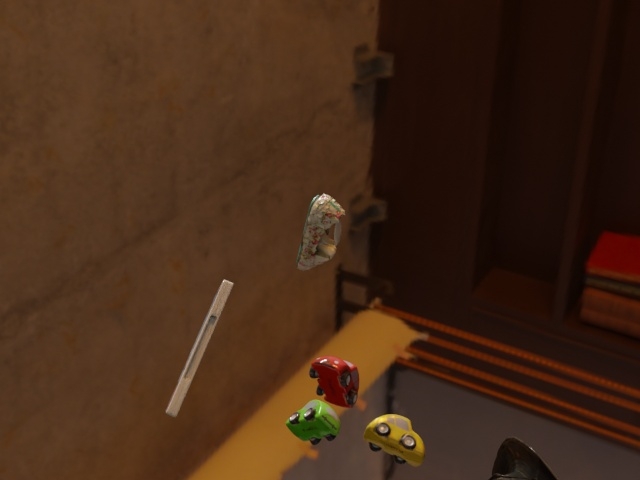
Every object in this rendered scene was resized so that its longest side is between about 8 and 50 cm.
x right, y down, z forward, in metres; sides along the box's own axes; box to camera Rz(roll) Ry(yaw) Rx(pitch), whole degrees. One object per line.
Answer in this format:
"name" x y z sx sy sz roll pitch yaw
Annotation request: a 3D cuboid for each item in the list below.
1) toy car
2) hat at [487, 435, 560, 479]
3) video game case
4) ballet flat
"toy car" 0.030 0.266 1.527 0.239 0.225 0.053 46 -129 -17
"hat" 0.354 0.534 1.839 0.134 0.331 0.331 -7 -62 -18
"video game case" -0.251 0.225 2.030 0.204 0.025 0.285 136 157 -77
"ballet flat" 0.000 0.000 2.079 0.091 0.077 0.241 -54 -13 -34
